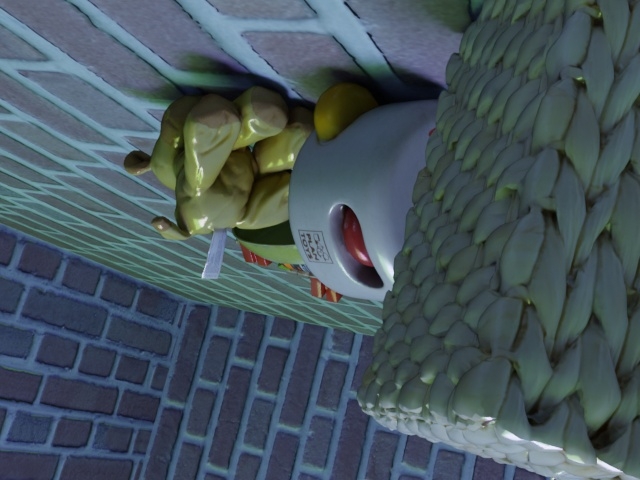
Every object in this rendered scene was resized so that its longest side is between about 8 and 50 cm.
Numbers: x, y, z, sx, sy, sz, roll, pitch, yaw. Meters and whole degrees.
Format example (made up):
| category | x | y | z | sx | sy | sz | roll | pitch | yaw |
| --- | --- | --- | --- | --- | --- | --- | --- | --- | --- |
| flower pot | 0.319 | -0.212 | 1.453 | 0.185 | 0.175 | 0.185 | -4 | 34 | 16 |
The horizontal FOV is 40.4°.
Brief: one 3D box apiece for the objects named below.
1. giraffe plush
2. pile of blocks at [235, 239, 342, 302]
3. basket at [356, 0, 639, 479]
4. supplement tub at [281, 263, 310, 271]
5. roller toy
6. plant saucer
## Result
| category | x | y | z | sx | sy | sz | roll | pitch | yaw |
| --- | --- | --- | --- | --- | --- | --- | --- | --- | --- |
| giraffe plush | -0.120 | -0.089 | 0.956 | 0.181 | 0.210 | 0.170 | 19 | -163 | -40 |
| pile of blocks | 0.005 | 0.042 | 1.534 | 0.362 | 0.112 | 0.149 | 21 | 167 | -33 |
| basket | 0.203 | -0.002 | 0.504 | 0.267 | 0.328 | 0.331 | 17 | 169 | -4 |
| supplement tub | 0.000 | 0.000 | 1.344 | 0.198 | 0.106 | 0.106 | 8 | 168 | 26 |
| roller toy | 0.069 | -0.037 | 0.840 | 0.209 | 0.191 | 0.146 | 23 | 167 | -40 |
| plant saucer | 0.016 | -0.021 | 1.037 | 0.241 | 0.037 | 0.241 | -11 | -162 | 3 |
